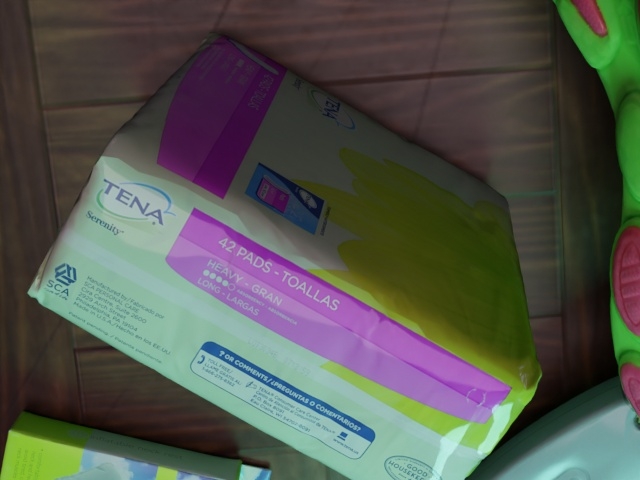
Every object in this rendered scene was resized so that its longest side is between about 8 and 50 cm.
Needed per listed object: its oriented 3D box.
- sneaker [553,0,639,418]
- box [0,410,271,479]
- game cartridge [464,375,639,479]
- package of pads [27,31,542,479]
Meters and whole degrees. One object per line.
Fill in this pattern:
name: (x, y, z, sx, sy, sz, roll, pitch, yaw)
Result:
sneaker: (0.257, -0.062, 0.673, 0.202, 0.185, 0.483, -12, 92, -29)
box: (-0.132, 0.191, 0.839, 0.178, 0.042, 0.109, 13, 103, -1)
game cartridge: (0.190, 0.211, 0.810, 0.297, 0.062, 0.198, -41, 91, 17)
package of pads: (0.000, 0.000, 0.661, 0.229, 0.296, 0.101, 29, 110, -6)
